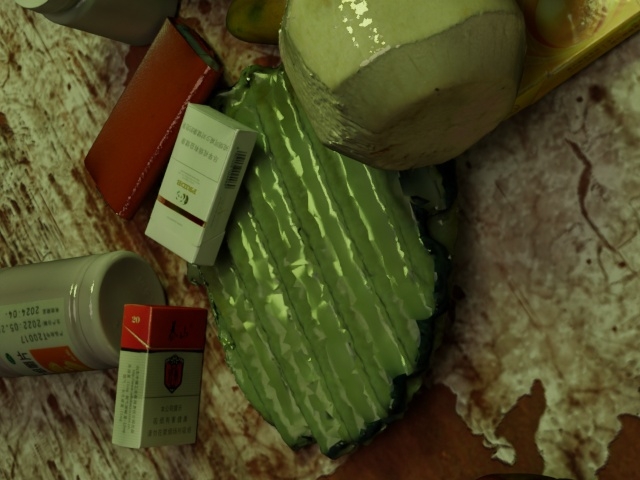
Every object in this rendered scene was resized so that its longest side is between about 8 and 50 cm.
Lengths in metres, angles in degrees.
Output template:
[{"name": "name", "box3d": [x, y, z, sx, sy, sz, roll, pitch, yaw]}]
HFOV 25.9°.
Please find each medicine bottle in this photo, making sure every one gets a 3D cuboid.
[{"name": "medicine bottle", "box3d": [-0.253, -0.282, 1.548, 0.103, 0.187, 0.102, -3, 84, 33]}, {"name": "medicine bottle", "box3d": [-0.309, 0.088, 1.586, 0.250, 0.133, 0.133, -7, 82, 31]}]

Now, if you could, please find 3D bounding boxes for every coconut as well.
[{"name": "coconut", "box3d": [0.067, -0.190, 1.269, 0.241, 0.241, 0.241, -3, 84, 33]}]

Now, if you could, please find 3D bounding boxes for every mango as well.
[{"name": "mango", "box3d": [-0.026, -0.250, 1.450, 0.163, 0.111, 0.089, 9, 125, 53]}]

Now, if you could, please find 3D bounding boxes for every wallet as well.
[{"name": "wallet", "box3d": [-0.189, -0.137, 1.562, 0.204, 0.045, 0.142, -57, 38, 16]}]

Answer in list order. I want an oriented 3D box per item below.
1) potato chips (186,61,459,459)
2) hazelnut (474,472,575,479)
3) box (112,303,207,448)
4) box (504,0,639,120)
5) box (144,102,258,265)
[{"name": "potato chips", "box3d": [0.000, 0.000, 1.437, 0.358, 0.070, 0.429, -35, 66, 31]}, {"name": "hazelnut", "box3d": [0.191, 0.300, 1.216, 0.212, 0.181, 0.181, -1, 87, 33]}, {"name": "box", "box3d": [-0.174, 0.146, 1.513, 0.048, 0.100, 0.152, 7, 90, 30]}, {"name": "box", "box3d": [0.243, -0.247, 1.310, 0.269, 0.043, 0.152, -34, 65, 26]}, {"name": "box", "box3d": [-0.128, -0.059, 1.477, 0.084, 0.040, 0.154, 29, 106, 35]}]
